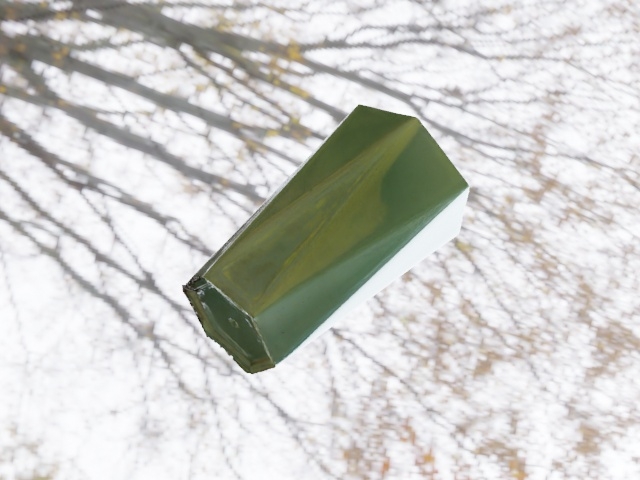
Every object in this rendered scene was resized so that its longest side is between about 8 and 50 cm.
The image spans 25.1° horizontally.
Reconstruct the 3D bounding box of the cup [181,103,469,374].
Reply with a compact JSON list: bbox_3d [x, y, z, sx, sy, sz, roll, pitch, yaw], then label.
[{"bbox_3d":[0.000,0.000,1.236,0.148,0.236,0.134,53,-27,-3],"label":"cup"}]
